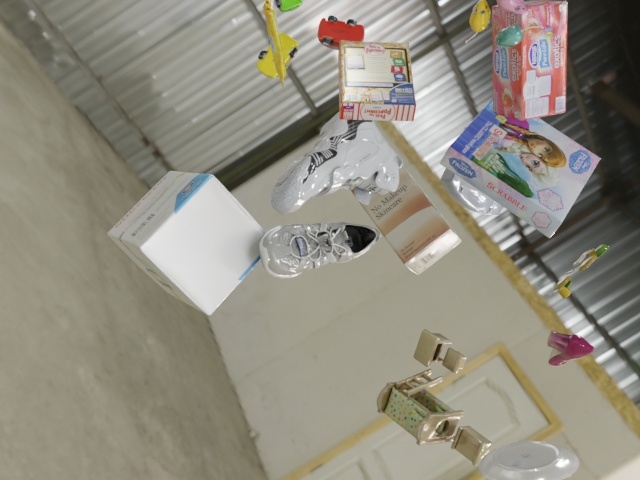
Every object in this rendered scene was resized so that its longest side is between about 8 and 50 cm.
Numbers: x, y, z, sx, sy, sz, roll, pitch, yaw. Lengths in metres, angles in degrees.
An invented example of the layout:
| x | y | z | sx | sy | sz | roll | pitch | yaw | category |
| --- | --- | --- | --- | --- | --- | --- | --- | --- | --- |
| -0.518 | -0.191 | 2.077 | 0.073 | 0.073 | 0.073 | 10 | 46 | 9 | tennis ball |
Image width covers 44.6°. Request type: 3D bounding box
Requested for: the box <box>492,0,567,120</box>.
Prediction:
| x | y | z | sx | sy | sz | roll | pitch | yaw | category |
| --- | --- | --- | --- | --- | --- | --- | --- | --- | --- |
| 0.482 | -0.419 | 1.807 | 0.122 | 0.128 | 0.257 | -142 | -138 | -61 | box |

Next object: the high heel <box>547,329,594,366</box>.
| x | y | z | sx | sy | sz | roll | pitch | yaw | category |
| --- | --- | --- | --- | --- | --- | --- | --- | --- | --- |
| 0.687 | 0.307 | 2.126 | 0.117 | 0.082 | 0.244 | 19 | -21 | 26 | high heel |

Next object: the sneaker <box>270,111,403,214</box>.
| x | y | z | sx | sy | sz | roll | pitch | yaw | category |
| --- | --- | --- | --- | --- | --- | --- | --- | --- | --- |
| 0.053 | -0.144 | 1.774 | 0.210 | 0.366 | 0.137 | 46 | -34 | -13 | sneaker |

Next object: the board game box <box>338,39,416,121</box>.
| x | y | z | sx | sy | sz | roll | pitch | yaw | category |
| --- | --- | --- | --- | --- | --- | --- | --- | --- | --- |
| 0.110 | -0.321 | 1.558 | 0.045 | 0.146 | 0.194 | 94 | -3 | -52 | board game box |

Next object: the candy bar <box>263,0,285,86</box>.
| x | y | z | sx | sy | sz | roll | pitch | yaw | category |
| --- | --- | --- | --- | --- | --- | --- | --- | --- | --- |
| -0.073 | -0.323 | 1.276 | 0.161 | 0.018 | 0.040 | 78 | 6 | -53 | candy bar |

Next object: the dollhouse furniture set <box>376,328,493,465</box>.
| x | y | z | sx | sy | sz | roll | pitch | yaw | category |
| --- | --- | --- | --- | --- | --- | --- | --- | --- | --- |
| 0.204 | 0.260 | 1.307 | 0.101 | 0.161 | 0.182 | 6 | 16 | -41 | dollhouse furniture set |

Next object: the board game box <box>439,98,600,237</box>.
| x | y | z | sx | sy | sz | roll | pitch | yaw | category |
| --- | --- | --- | --- | --- | --- | --- | --- | --- | --- |
| 0.502 | -0.198 | 1.938 | 0.318 | 0.319 | 0.066 | 35 | -42 | 9 | board game box |

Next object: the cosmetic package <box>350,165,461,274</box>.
| x | y | z | sx | sy | sz | roll | pitch | yaw | category |
| --- | --- | --- | --- | --- | --- | --- | --- | --- | --- |
| 0.211 | -0.077 | 2.025 | 0.296 | 0.153 | 0.129 | 54 | 10 | 27 | cosmetic package |

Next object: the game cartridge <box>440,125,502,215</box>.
| x | y | z | sx | sy | sz | roll | pitch | yaw | category |
| --- | --- | --- | --- | --- | --- | --- | --- | --- | --- |
| 0.462 | -0.186 | 2.264 | 0.060 | 0.196 | 0.294 | 19 | -5 | 44 | game cartridge |

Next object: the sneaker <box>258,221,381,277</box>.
| x | y | z | sx | sy | sz | roll | pitch | yaw | category |
| --- | --- | --- | --- | --- | --- | --- | --- | --- | --- |
| 0.000 | 0.000 | 1.537 | 0.281 | 0.115 | 0.105 | -13 | 83 | -44 | sneaker |

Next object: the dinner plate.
| x | y | z | sx | sy | sz | roll | pitch | yaw | category |
| --- | --- | --- | --- | --- | --- | --- | --- | --- | --- |
| 0.297 | 0.314 | 1.121 | 0.141 | 0.141 | 0.017 | -101 | 180 | -82 | dinner plate |

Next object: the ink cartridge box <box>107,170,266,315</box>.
| x | y | z | sx | sy | sz | roll | pitch | yaw | category |
| --- | --- | --- | --- | --- | --- | --- | --- | --- | --- |
| -0.269 | -0.004 | 1.583 | 0.197 | 0.198 | 0.270 | 48 | -16 | -24 | ink cartridge box |

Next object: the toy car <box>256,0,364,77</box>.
| x | y | z | sx | sy | sz | roll | pitch | yaw | category |
| --- | --- | --- | --- | --- | --- | --- | --- | --- | --- |
| -0.050 | -0.467 | 1.644 | 0.053 | 0.239 | 0.225 | 110 | -42 | -81 | toy car |

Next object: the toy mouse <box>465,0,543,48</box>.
| x | y | z | sx | sy | sz | roll | pitch | yaw | category |
| --- | --- | --- | --- | --- | --- | --- | --- | --- | --- |
| 0.360 | -0.426 | 1.517 | 0.143 | 0.031 | 0.161 | 23 | -42 | 15 | toy mouse |

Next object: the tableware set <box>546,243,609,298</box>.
| x | y | z | sx | sy | sz | roll | pitch | yaw | category |
| --- | --- | --- | --- | --- | --- | --- | --- | --- | --- |
| 0.556 | 0.069 | 1.674 | 0.024 | 0.154 | 0.104 | 45 | -20 | 3 | tableware set |
